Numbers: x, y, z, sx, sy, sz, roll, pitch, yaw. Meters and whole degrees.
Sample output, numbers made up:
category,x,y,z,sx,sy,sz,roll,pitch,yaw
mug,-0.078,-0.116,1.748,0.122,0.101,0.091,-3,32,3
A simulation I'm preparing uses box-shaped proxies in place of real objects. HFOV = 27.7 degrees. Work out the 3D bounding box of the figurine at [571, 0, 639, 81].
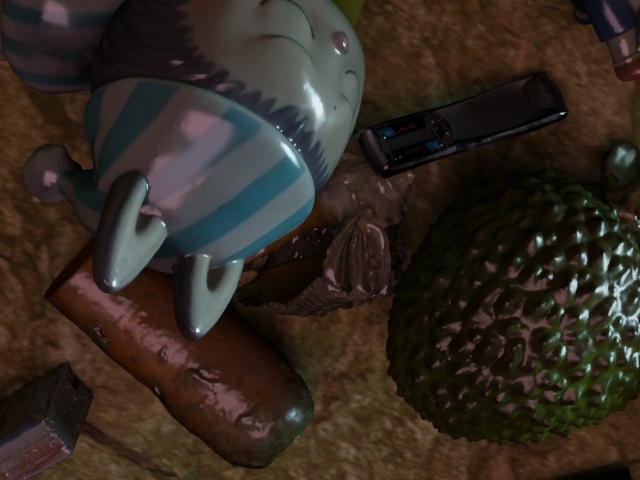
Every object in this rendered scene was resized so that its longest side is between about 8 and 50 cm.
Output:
category,x,y,z,sx,sy,sz,roll,pitch,yaw
figurine,0.353,-0.264,1.164,0.275,0.161,0.158,-38,130,19

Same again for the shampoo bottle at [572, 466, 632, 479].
category,x,y,z,sx,sy,sz,roll,pitch,yaw
shampoo bottle,0.213,0.344,1.482,0.309,0.071,0.098,-16,115,12

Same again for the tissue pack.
category,x,y,z,sx,sy,sz,roll,pitch,yaw
tissue pack,-0.332,0.217,1.429,0.155,0.115,0.065,-32,109,17

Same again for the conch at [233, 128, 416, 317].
category,x,y,z,sx,sy,sz,roll,pitch,yaw
conch,0.000,0.000,1.291,0.245,0.178,0.163,-26,102,33

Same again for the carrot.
category,x,y,z,sx,sy,sz,roll,pitch,yaw
carrot,-0.139,0.114,1.366,0.302,0.138,0.139,44,109,-10

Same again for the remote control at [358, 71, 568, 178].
category,x,y,z,sx,sy,sz,roll,pitch,yaw
remote control,0.139,-0.112,1.247,0.212,0.059,0.028,-20,153,-17

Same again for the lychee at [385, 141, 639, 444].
category,x,y,z,sx,sy,sz,roll,pitch,yaw
lychee,0.208,0.057,1.246,0.320,0.270,0.270,-13,114,-10

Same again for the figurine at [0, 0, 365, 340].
category,x,y,z,sx,sy,sz,roll,pitch,yaw
figurine,-0.154,-0.113,1.107,0.361,0.377,0.266,11,129,3
